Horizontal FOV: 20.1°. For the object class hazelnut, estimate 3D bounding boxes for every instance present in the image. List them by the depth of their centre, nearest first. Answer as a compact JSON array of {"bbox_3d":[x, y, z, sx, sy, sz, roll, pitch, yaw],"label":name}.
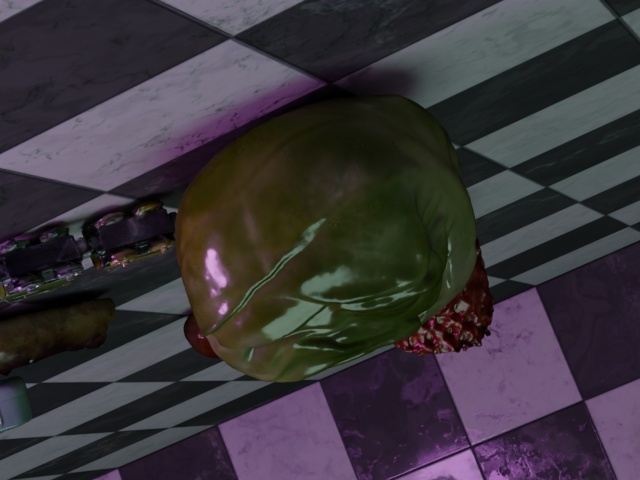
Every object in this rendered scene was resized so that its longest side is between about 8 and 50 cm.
[{"bbox_3d":[-0.151,0.126,2.525,0.086,0.086,0.086,-21,169,-4],"label":"hazelnut"}]

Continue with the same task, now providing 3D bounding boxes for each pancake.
[{"bbox_3d":[-0.461,0.167,2.152,0.427,0.067,0.305,-16,170,-33],"label":"pancake"}]

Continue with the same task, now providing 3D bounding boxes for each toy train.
[{"bbox_3d":[-0.240,0.011,1.839,0.202,0.060,0.081,-17,175,-22],"label":"toy train"}]

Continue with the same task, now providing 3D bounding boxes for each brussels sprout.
[{"bbox_3d":[0.000,0.000,1.770,0.328,0.247,0.328,-14,158,-6],"label":"brussels sprout"}]

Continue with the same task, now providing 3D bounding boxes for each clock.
[{"bbox_3d":[-0.445,0.222,2.311,0.159,0.066,0.211,-17,180,-5],"label":"clock"}]

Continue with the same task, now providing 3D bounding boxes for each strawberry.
[{"bbox_3d":[0.135,0.029,2.452,0.234,0.234,0.178,-16,137,-28],"label":"strawberry"}]
